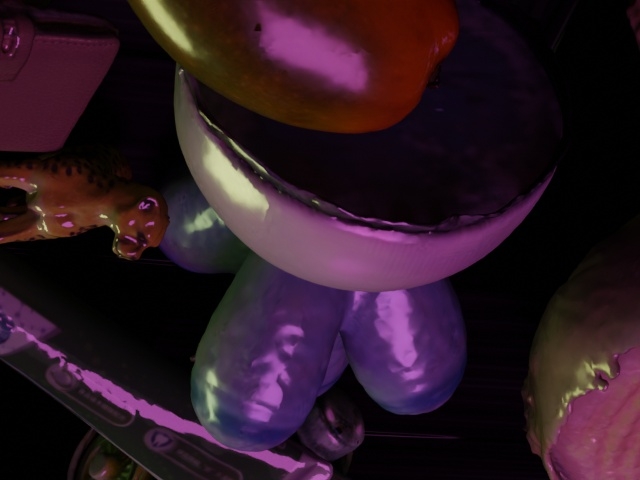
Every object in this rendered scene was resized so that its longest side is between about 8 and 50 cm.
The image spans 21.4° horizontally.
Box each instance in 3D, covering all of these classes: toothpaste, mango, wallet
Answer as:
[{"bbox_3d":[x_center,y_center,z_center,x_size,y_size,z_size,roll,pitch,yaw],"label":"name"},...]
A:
[{"bbox_3d":[-0.169,0.073,1.138,0.392,0.061,0.099,37,118,-12],"label":"toothpaste"},{"bbox_3d":[-0.047,-0.174,0.847,0.146,0.129,0.289,-39,106,-10],"label":"mango"},{"bbox_3d":[-0.193,-0.091,0.930,0.152,0.039,0.118,2,146,-37],"label":"wallet"}]

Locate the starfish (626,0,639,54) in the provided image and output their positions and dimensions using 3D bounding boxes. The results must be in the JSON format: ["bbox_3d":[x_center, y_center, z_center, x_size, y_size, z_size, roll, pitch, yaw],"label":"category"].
[{"bbox_3d":[0.350,-0.108,0.976,0.432,0.324,0.082,30,157,-34],"label":"starfish"}]

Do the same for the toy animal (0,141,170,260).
[{"bbox_3d":[-0.155,-0.027,1.059,0.136,0.073,0.181,-6,-175,3],"label":"toy animal"}]

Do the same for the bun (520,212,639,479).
[{"bbox_3d":[0.318,0.065,1.218,0.364,0.202,0.364,-3,145,-2],"label":"bun"}]

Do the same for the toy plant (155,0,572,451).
[{"bbox_3d":[0.000,0.000,1.062,0.247,0.247,0.332,2,141,-14],"label":"toy plant"}]

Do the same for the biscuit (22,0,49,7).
[{"bbox_3d":[-0.230,-0.150,0.941,0.186,0.079,0.309,19,134,-36],"label":"biscuit"}]

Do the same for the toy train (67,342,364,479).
[{"bbox_3d":[-0.081,0.212,1.318,0.271,0.188,0.159,-31,136,24],"label":"toy train"}]
